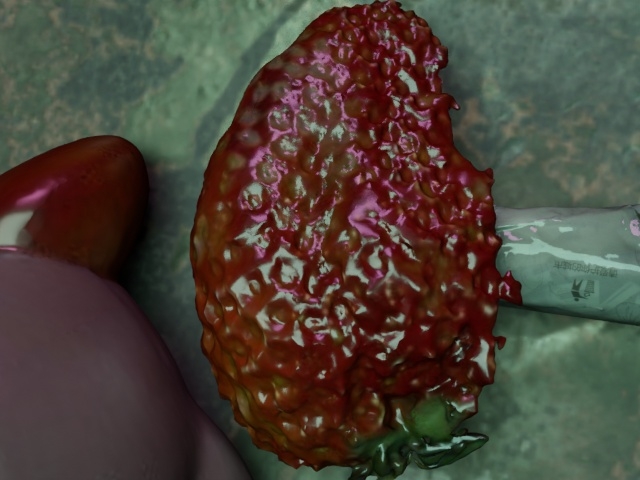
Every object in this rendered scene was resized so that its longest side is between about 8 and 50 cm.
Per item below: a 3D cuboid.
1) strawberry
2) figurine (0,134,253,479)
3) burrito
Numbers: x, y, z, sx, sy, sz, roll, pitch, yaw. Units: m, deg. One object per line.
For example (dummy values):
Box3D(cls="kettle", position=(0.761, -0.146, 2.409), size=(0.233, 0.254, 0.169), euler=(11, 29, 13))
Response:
Box3D(cls="strawberry", position=(-0.005, 0.003, 0.696), size=(0.175, 0.106, 0.236), euler=(-37, 62, 35))
Box3D(cls="figurine", position=(-0.182, 0.102, 0.705), size=(0.269, 0.211, 0.261), euler=(-30, 79, 11))
Box3D(cls="burrito", position=(0.149, 0.010, 0.705), size=(0.203, 0.064, 0.064), euler=(6, 87, 14))
